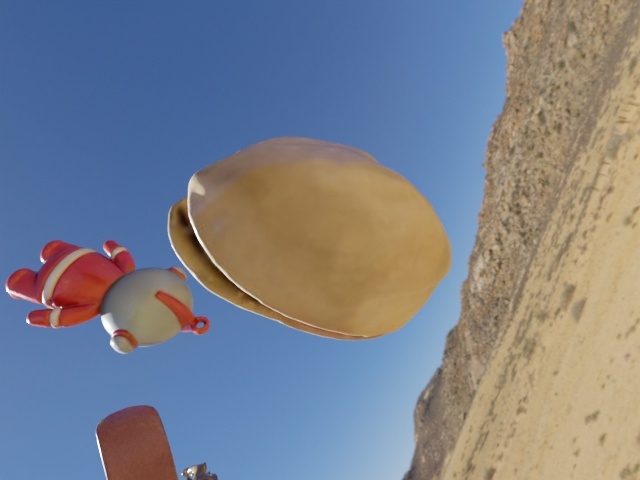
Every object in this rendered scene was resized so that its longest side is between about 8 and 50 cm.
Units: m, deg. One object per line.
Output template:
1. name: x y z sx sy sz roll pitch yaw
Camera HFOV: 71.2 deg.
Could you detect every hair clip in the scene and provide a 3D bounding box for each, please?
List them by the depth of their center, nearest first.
1. hair clip: -0.149 0.209 0.376 0.054 0.137 0.022 -7 -22 -38

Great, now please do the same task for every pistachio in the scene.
1. pistachio: 0.000 0.000 0.492 0.318 0.193 0.213 8 -112 -29

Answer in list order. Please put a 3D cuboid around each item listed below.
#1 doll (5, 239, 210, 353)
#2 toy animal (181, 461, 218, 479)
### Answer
1. doll: -0.335 0.091 0.741 0.199 0.337 0.105 -64 -14 -46
2. toy animal: -0.211 0.452 0.701 0.149 0.275 0.054 -41 -72 -13
